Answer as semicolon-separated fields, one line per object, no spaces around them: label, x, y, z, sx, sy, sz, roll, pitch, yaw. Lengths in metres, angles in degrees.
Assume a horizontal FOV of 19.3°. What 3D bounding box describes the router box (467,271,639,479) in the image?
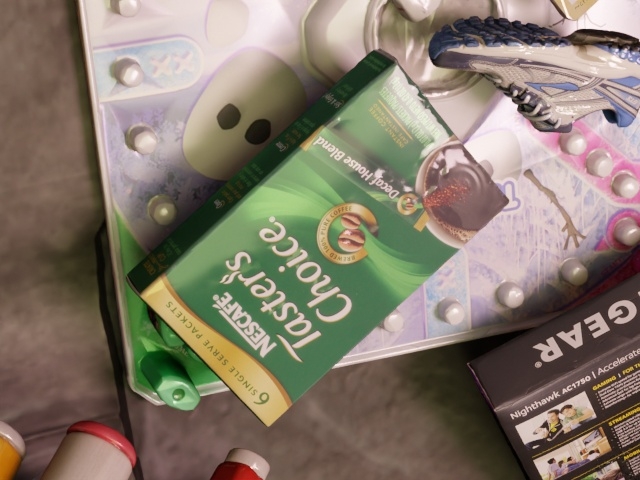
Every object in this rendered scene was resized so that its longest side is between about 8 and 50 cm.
router box;0.191;0.082;1.112;0.179;0.046;0.133;-28;136;2

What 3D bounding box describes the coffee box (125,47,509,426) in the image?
coffee box;0.000;0.000;1.009;0.184;0.040;0.113;-41;115;-2

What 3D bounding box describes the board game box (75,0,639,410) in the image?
board game box;0.065;-0.117;1.044;0.390;0.050;0.390;-11;109;-15

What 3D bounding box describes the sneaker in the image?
sneaker;0.121;-0.085;1.017;0.135;0.052;0.058;5;109;-19

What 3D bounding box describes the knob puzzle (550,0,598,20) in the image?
knob puzzle;0.144;-0.240;0.987;0.213;0.030;0.213;-5;108;-16

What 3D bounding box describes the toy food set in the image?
toy food set;-0.094;0.146;1.017;0.232;0.111;0.104;47;55;-32
